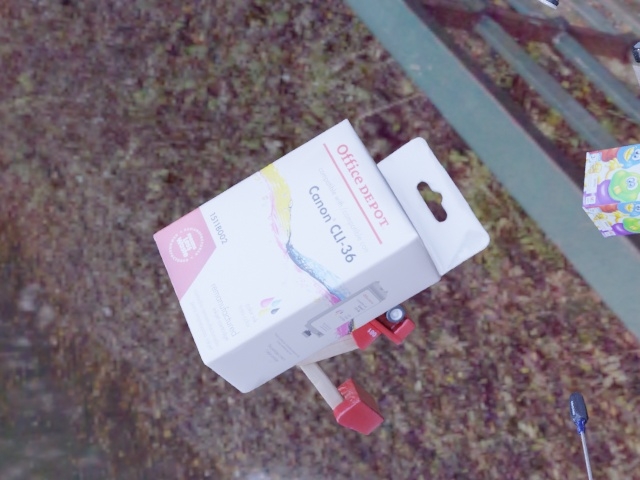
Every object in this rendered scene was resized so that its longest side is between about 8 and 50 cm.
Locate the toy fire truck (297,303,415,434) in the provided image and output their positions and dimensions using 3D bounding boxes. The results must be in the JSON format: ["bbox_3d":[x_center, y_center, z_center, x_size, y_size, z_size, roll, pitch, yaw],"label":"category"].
[{"bbox_3d":[0.018,0.094,0.950,0.135,0.192,0.047,-46,24,9],"label":"toy fire truck"}]

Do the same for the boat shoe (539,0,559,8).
[{"bbox_3d":[0.344,-0.420,1.543,0.038,0.046,0.125,-52,56,17],"label":"boat shoe"}]

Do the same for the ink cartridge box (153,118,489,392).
[{"bbox_3d":[0.000,0.000,0.644,0.198,0.067,0.115,-31,56,4],"label":"ink cartridge box"}]

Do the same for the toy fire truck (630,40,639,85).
[{"bbox_3d":[0.737,-0.368,1.802,0.158,0.217,0.246,62,174,-21],"label":"toy fire truck"}]

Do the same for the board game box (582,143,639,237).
[{"bbox_3d":[0.707,-0.113,1.982,0.275,0.142,0.144,-8,58,35],"label":"board game box"}]

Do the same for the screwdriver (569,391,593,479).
[{"bbox_3d":[0.339,0.260,1.238,0.025,0.024,0.170,-18,29,23],"label":"screwdriver"}]
